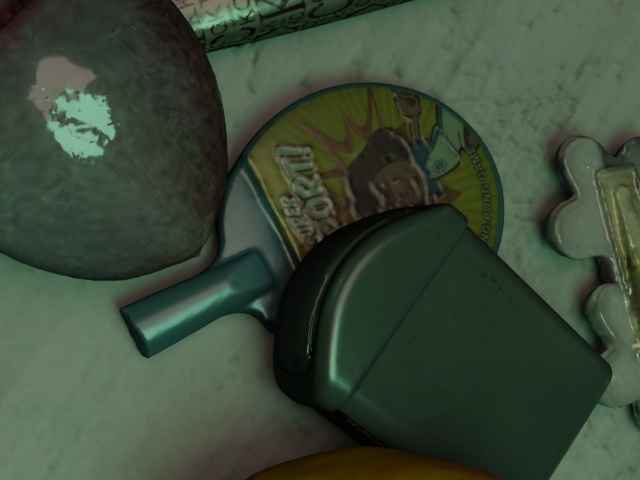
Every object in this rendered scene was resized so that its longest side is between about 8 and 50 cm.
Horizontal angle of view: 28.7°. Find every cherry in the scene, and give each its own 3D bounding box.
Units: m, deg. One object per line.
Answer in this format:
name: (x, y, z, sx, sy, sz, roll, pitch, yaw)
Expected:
cherry: (-0.176, -0.086, 0.875, 0.213, 0.183, 0.266, -38, 99, -6)

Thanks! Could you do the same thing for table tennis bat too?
table tennis bat: (0.000, 0.000, 0.978, 0.329, 0.044, 0.215, -26, 90, -19)

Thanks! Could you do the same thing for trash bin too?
trash bin: (0.083, 0.086, 0.927, 0.236, 0.101, 0.176, 41, 73, -17)

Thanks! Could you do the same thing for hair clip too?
hair clip: (0.261, 0.035, 1.025, 0.146, 0.075, 0.257, -11, 74, -19)

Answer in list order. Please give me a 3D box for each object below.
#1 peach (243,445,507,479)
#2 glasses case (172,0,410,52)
peach: (0.058, 0.288, 0.813, 0.308, 0.289, 0.289, 30, 70, -37)
glasses case: (0.001, -0.247, 1.007, 0.355, 0.085, 0.137, -17, 82, -17)
